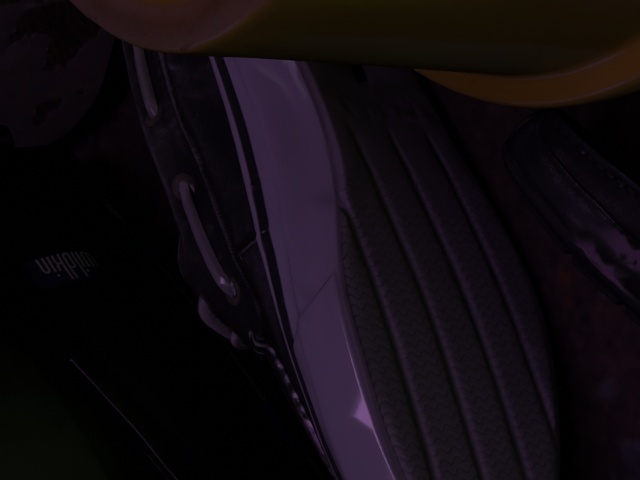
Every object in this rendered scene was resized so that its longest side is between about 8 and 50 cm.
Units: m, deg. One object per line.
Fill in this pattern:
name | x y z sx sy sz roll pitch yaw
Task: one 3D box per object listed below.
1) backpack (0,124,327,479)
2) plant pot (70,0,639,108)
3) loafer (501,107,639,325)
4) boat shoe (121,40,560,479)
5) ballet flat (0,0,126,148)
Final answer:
backpack | -0.126 0.145 0.575 0.355 0.290 0.273 34 119 24
plant pot | 0.033 -0.158 0.412 0.254 0.239 0.254 20 119 43
loafer | 0.163 0.015 0.463 0.223 0.076 0.078 42 110 23
boat shoe | 0.000 0.000 0.569 0.119 0.121 0.335 -40 58 39
ballet flat | -0.121 -0.133 0.683 0.084 0.058 0.250 41 125 -7
